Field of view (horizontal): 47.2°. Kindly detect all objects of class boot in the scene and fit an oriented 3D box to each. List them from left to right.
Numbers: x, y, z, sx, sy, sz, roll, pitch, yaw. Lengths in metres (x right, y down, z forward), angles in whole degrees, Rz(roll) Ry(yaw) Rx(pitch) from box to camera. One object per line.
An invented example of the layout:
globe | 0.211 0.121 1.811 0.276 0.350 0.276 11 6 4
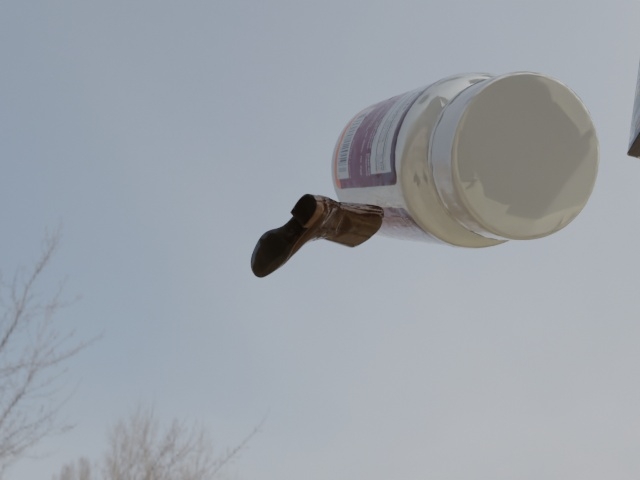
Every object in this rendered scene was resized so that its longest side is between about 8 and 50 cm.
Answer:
boot | 0.000 0.000 0.710 0.106 0.037 0.114 -45 -28 26

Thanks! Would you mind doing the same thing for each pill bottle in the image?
pill bottle | 0.174 -0.104 0.990 0.224 0.224 0.392 11 0 -17

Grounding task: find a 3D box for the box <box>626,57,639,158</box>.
box | 0.587 -0.352 1.092 0.097 0.318 0.395 16 -35 8
